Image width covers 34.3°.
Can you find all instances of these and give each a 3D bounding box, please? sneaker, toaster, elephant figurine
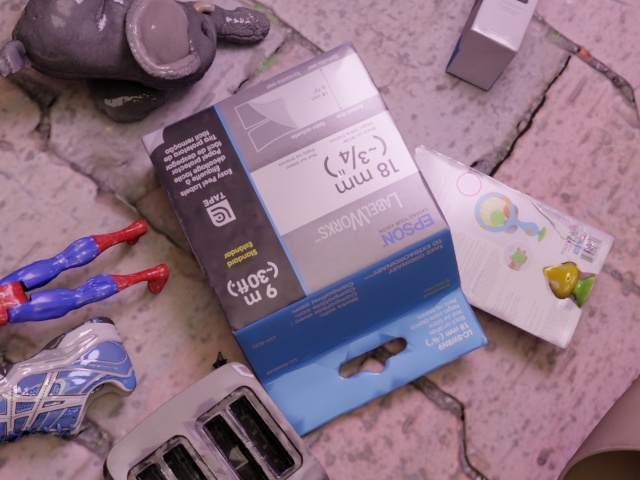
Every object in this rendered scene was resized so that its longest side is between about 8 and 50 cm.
[{"bbox_3d":[-0.273,0.157,0.991,0.211,0.080,0.081,-32,79,-17],"label":"sneaker"},{"bbox_3d":[-0.104,0.218,0.990,0.168,0.110,0.186,-35,82,-20],"label":"toaster"},{"bbox_3d":[-0.185,-0.209,1.093,0.239,0.169,0.186,29,98,-18],"label":"elephant figurine"}]

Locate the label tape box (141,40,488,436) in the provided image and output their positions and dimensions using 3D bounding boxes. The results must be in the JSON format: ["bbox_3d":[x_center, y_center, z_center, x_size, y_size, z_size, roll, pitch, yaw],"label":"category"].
[{"bbox_3d":[0.000,0.000,1.058,0.240,0.106,0.334,-26,79,-5],"label":"label tape box"}]

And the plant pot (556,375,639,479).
[{"bbox_3d":[0.410,0.199,1.045,0.256,0.256,0.274,38,54,2],"label":"plant pot"}]

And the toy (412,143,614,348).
[{"bbox_3d":[0.183,0.009,1.135,0.237,0.056,0.137,25,79,8],"label":"toy"}]

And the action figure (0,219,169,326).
[{"bbox_3d":[-0.301,0.070,1.018,0.280,0.139,0.091,-18,73,-39],"label":"action figure"}]

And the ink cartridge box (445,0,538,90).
[{"bbox_3d":[0.215,-0.279,1.209,0.060,0.104,0.180,25,70,-2],"label":"ink cartridge box"}]
